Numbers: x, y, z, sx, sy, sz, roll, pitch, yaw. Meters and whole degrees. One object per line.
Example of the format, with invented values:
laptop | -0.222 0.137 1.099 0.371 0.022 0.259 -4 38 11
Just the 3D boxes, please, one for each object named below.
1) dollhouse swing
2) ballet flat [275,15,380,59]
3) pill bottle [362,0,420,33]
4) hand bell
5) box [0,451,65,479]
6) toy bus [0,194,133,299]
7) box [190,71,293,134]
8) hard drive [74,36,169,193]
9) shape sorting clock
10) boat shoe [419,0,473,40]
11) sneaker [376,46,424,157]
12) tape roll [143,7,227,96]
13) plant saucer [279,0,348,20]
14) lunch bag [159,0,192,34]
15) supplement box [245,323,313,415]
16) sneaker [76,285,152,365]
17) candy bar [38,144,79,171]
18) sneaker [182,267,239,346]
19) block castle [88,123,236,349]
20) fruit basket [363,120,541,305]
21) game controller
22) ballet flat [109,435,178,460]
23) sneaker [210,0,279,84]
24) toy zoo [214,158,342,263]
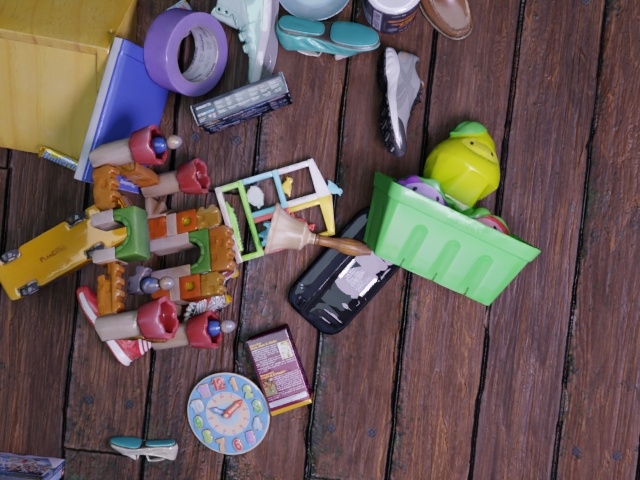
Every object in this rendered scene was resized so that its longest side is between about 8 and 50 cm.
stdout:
dollhouse swing | -0.630 -0.416 1.837 0.346 0.305 0.315 10 51 1
ballet flat | 0.017 -0.470 1.814 0.247 0.087 0.083 10 61 3
pill bottle | 0.159 -0.540 1.726 0.130 0.245 0.131 0 92 3
hand bell | 0.000 0.000 1.782 0.241 0.126 0.126 14 92 -3
box | -0.745 0.547 1.820 0.232 0.159 0.044 7 92 1
toy bus | -0.590 0.016 1.814 0.332 0.130 0.108 -29 92 2
box | -0.176 -0.312 1.775 0.220 0.175 0.051 -21 91 2
hard drive | -0.441 -0.277 1.764 0.040 0.210 0.319 18 92 21
shape sorting clock | -0.222 0.417 1.853 0.206 0.040 0.206 1 95 12
boat shoe | 0.267 -0.613 1.792 0.110 0.104 0.307 -28 91 2
sneaker | 0.191 -0.323 1.784 0.107 0.100 0.272 4 74 -9
tape roll | -0.306 -0.430 1.761 0.080 0.189 0.189 20 92 34
plant saucer | -0.015 -0.616 1.831 0.194 0.037 0.195 0 92 0
lunch bag | -0.338 -0.520 1.832 0.083 0.053 0.071 -36 93 -8
supplement box | -0.097 0.307 1.840 0.104 0.081 0.188 -19 92 2
sneaker | -0.479 0.179 1.853 0.128 0.087 0.221 -33 103 -7
candy bar | -0.596 -0.183 1.844 0.161 0.018 0.040 24 132 -13
sneaker | -0.265 0.150 1.835 0.092 0.088 0.225 23 92 -1
block castle | -0.330 0.009 1.676 0.212 0.303 0.454 -11 73 15
fruit basket | 0.307 -0.091 1.732 0.391 0.283 0.393 -1 101 -6
game controller | 0.073 0.074 1.849 0.166 0.067 0.319 42 93 -15
ballet flat | -0.430 0.510 1.867 0.168 0.057 0.053 3 102 1
sneaker | -0.182 -0.487 1.818 0.151 0.094 0.256 7 98 13
toy zoo | -0.087 -0.077 1.853 0.293 0.030 0.193 -16 92 2
